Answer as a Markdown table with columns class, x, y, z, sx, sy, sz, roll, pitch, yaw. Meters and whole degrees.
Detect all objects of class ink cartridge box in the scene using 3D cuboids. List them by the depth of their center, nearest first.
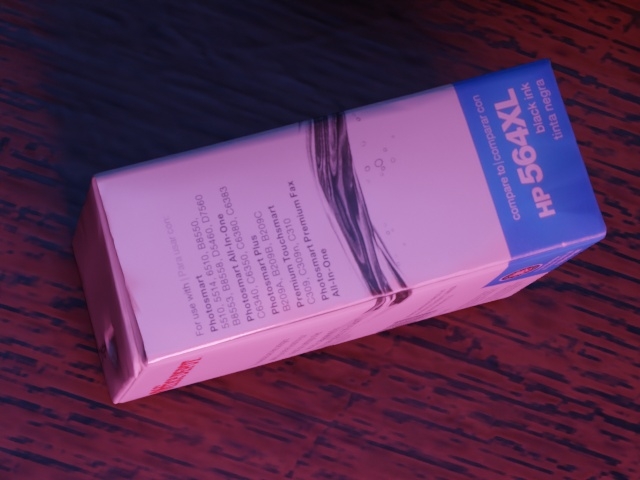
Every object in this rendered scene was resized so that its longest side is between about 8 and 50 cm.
| class | x | y | z | sx | sy | sz | roll | pitch | yaw |
| --- | --- | --- | --- | --- | --- | --- | --- | --- | --- |
| ink cartridge box | 0.000 | 0.000 | 0.780 | 0.203 | 0.148 | 0.086 | -14 | 82 | -14 |
